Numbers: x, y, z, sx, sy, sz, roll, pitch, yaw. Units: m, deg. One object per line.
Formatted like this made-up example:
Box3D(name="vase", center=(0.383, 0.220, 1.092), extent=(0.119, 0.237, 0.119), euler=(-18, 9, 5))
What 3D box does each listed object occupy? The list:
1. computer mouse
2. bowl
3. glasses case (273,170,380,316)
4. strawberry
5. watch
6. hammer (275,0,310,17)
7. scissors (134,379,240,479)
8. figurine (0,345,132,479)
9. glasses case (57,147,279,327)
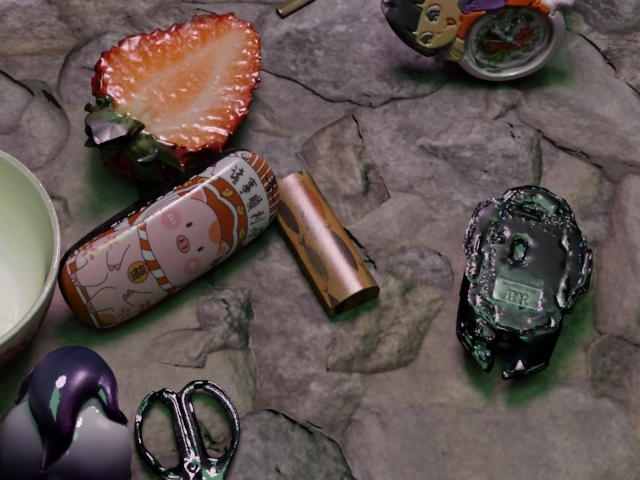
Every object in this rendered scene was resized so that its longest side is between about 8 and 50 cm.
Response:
Box3D(name="computer mouse", center=(0.220, 0.046, 1.332), extent=(0.147, 0.077, 0.241), euler=(17, 63, 5))
Box3D(name="bowl", center=(-0.399, 0.040, 1.236), extent=(0.277, 0.145, 0.277), euler=(2, 59, -3))
Box3D(name="glasses case", center=(0.000, 0.000, 1.358), extent=(0.065, 0.041, 0.170), euler=(-23, 65, -17))
Box3D(name="strawberry", center=(-0.172, -0.155, 1.402), extent=(0.188, 0.106, 0.286), euler=(35, 50, 9))
Box3D(name="watch", center=(0.192, -0.340, 1.499), extent=(0.244, 0.196, 0.231), euler=(0, 53, -2))
Box3D(name="hammer", center=(0.014, -0.342, 1.575), extent=(0.182, 0.017, 0.062), euler=(-33, 67, -21))
Box3D(name="scissors", center=(-0.110, 0.279, 1.194), extent=(0.109, 0.022, 0.300), euler=(-13, 62, -9))
Box3D(name="figurine", center=(-0.255, 0.211, 1.152), extent=(0.145, 0.145, 0.222), euler=(8, 63, -1))
Box3D(name="glasses case", center=(-0.161, -0.004, 1.303), extent=(0.267, 0.103, 0.067), euler=(-34, 37, -18))
